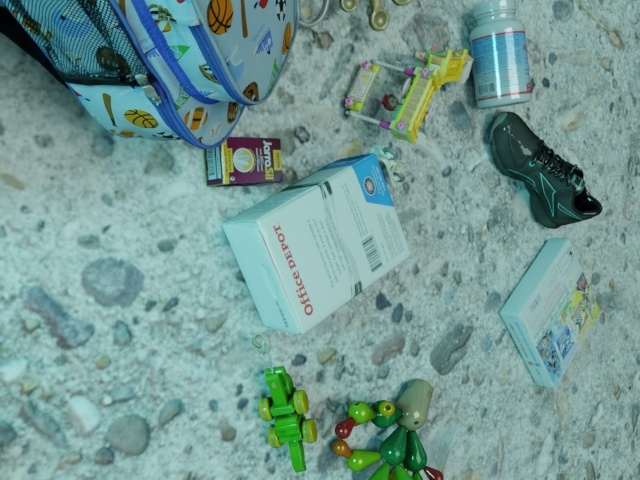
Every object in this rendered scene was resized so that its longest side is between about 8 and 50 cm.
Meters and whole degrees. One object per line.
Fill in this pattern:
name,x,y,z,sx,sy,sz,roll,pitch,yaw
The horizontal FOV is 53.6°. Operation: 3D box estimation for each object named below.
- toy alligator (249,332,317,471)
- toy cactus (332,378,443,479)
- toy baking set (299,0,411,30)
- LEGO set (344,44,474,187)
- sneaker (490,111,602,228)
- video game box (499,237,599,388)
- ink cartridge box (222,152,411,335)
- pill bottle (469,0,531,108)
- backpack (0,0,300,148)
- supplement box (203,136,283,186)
toy alligator,-0.045,0.191,0.777,0.051,0.056,0.190,-61,137,-74
toy cactus,0.115,0.272,0.883,0.219,0.112,0.181,48,52,-19
toy baking set,0.034,-0.366,0.789,0.256,0.030,0.197,-6,108,-26
LEGO set,0.123,-0.219,0.897,0.287,0.107,0.132,-57,157,-28
sneaker,0.389,-0.125,1.087,0.267,0.106,0.101,43,66,-29
video game box,0.423,0.129,1.153,0.205,0.048,0.187,-46,116,-28
ink cartridge box,0.000,0.000,0.784,0.203,0.085,0.148,-31,109,-33
pill bottle,0.284,-0.295,1.009,0.087,0.087,0.160,-14,100,-38
backpack,-0.132,-0.219,0.565,0.263,0.213,0.277,82,29,-60
supplement box,-0.090,-0.091,0.738,0.083,0.043,0.055,-7,93,-39
